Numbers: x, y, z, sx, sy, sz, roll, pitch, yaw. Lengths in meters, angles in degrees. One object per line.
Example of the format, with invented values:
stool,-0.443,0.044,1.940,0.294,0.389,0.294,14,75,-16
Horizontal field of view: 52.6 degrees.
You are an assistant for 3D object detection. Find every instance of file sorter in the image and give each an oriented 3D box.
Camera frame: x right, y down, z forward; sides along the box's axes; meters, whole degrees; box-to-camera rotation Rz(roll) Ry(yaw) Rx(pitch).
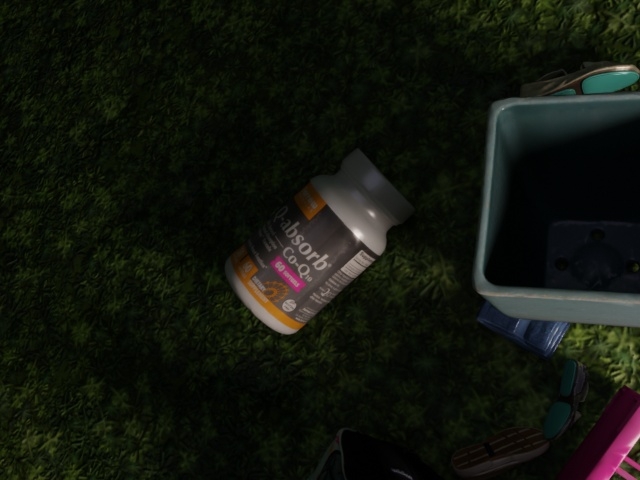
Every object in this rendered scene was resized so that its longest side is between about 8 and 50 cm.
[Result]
file sorter,0.355,0.344,0.742,0.182,0.202,0.290,36,94,21

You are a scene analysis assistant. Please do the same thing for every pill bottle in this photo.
pill bottle,0.000,0.000,0.998,0.278,0.162,0.162,-44,65,8

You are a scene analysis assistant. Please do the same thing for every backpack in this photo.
backpack,0.082,0.362,0.824,0.225,0.253,0.191,31,97,-8

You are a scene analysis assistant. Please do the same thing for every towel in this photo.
towel,0.285,0.113,0.921,0.119,0.029,0.067,30,89,26

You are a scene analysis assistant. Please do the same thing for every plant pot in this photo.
plant pot,0.338,-0.007,0.796,0.247,0.252,0.248,2,69,23

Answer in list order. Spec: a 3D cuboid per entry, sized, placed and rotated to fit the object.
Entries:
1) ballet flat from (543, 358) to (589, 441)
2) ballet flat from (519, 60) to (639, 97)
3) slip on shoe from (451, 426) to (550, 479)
ballet flat,0.336,0.218,0.869,0.041,0.041,0.114,17,81,26
ballet flat,0.377,-0.237,0.954,0.168,0.057,0.052,-14,62,19
slip on shoe,0.248,0.297,0.888,0.135,0.041,0.051,-22,29,2
